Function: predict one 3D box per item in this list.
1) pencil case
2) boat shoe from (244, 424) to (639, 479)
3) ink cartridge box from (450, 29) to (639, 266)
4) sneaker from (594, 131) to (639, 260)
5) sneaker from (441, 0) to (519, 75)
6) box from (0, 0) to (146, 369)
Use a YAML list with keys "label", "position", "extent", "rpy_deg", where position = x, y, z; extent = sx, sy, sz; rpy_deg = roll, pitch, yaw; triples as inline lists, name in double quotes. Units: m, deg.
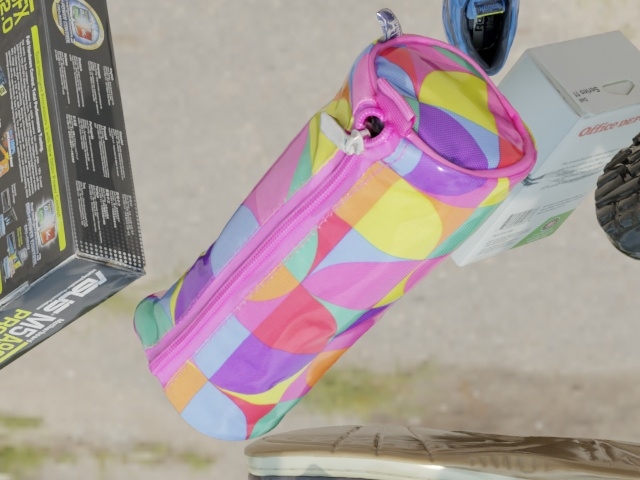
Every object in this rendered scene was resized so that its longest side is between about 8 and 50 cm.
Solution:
- label: "pencil case"
  position: [0.000, 0.000, 0.901]
  extent: [0.104, 0.104, 0.236]
  rpy_deg: [13, 134, -31]
- label: "boat shoe"
  position: [0.093, 0.166, 1.137]
  extent: [0.285, 0.092, 0.103]
  rpy_deg: [4, -175, 2]
- label: "ink cartridge box"
  position: [0.199, -0.085, 1.693]
  extent: [0.153, 0.087, 0.208]
  rpy_deg: [-16, 152, -46]
- label: "sneaker"
  position: [0.273, -0.041, 1.171]
  extent: [0.107, 0.124, 0.283]
  rpy_deg: [-23, -166, 41]
- label: "sneaker"
  position: [0.129, -0.230, 1.482]
  extent: [0.069, 0.082, 0.209]
  rpy_deg: [-8, 123, -4]
- label: "box"
  position: [-0.223, -0.056, 1.259]
  extent: [0.216, 0.270, 0.060]
  rpy_deg: [-32, 147, 34]
